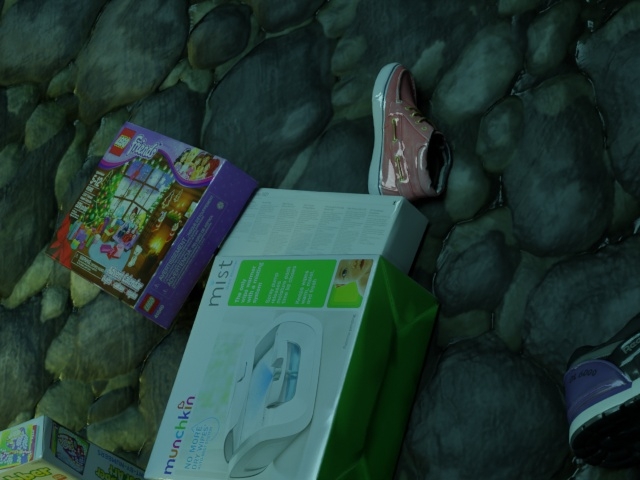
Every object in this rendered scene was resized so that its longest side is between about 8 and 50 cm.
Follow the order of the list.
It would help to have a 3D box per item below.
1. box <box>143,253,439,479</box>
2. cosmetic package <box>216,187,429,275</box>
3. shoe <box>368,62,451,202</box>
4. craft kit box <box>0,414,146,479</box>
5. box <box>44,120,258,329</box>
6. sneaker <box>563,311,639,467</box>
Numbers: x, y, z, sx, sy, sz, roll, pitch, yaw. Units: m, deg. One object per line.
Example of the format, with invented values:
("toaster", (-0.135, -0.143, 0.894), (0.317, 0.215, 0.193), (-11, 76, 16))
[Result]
("box", (-0.028, 0.155, 1.815), (0.231, 0.127, 0.262), (1, 64, 38))
("cosmetic package", (0.000, 0.000, 1.939), (0.239, 0.060, 0.099), (6, 68, 43))
("shoe", (0.104, -0.121, 1.936), (0.081, 0.063, 0.178), (-11, 62, 34))
("craft kit box", (-0.305, 0.286, 1.869), (0.250, 0.246, 0.061), (-23, 49, 28))
("box", (-0.210, -0.025, 2.091), (0.201, 0.057, 0.293), (-58, 31, -6))
("sneaker", (0.339, 0.089, 1.567), (0.283, 0.107, 0.124), (-27, 42, 24))
